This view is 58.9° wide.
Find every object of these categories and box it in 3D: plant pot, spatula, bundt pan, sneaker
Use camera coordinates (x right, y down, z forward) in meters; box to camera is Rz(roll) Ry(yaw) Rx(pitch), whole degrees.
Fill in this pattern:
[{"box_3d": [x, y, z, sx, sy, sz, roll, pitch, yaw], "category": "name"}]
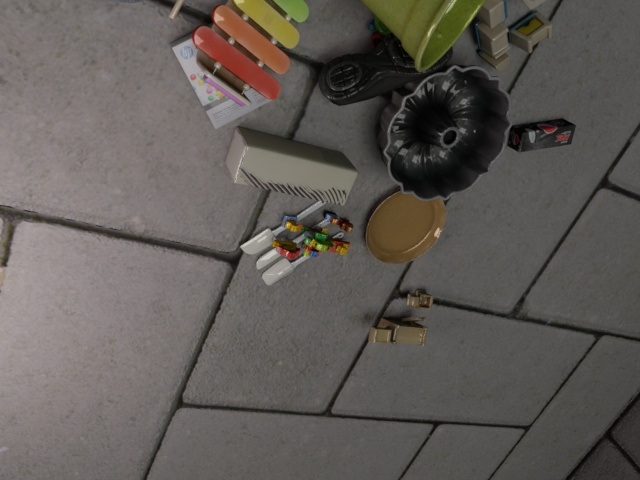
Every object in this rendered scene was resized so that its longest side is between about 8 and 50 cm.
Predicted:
[{"box_3d": [0.224, -0.043, 1.518, 0.236, 0.032, 0.236, -11, 126, -16], "category": "plant pot"}, {"box_3d": [-0.064, 0.004, 1.440, 0.242, 0.019, 0.168, -33, 127, -4], "category": "spatula"}, {"box_3d": [0.276, -0.265, 1.335, 0.330, 0.124, 0.331, -11, 126, -16], "category": "bundt pan"}, {"box_3d": [0.137, -0.365, 1.206, 0.286, 0.130, 0.109, -15, 85, 6], "category": "sneaker"}, {"box_3d": [0.166, -0.496, 1.029, 0.254, 0.276, 0.276, 39, 105, 7], "category": "plant pot"}]

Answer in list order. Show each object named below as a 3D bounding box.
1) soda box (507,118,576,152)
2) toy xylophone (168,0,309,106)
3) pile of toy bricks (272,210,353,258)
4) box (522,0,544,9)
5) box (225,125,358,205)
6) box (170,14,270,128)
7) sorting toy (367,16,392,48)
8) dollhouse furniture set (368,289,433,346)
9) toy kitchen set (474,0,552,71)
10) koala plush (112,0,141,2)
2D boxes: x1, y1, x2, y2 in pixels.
[{"box_3d": [0.585, -0.279, 1.500, 0.168, 0.053, 0.060, -11, 125, -16], "category": "soda box"}, {"box_3d": [-0.134, -0.422, 1.045, 0.236, 0.081, 0.323, 19, 99, -41], "category": "toy xylophone"}, {"box_3d": [0.000, 0.000, 1.389, 0.212, 0.105, 0.118, 7, 116, -29], "category": "pile of toy bricks"}, {"box_3d": [0.386, -0.616, 1.107, 0.311, 0.121, 0.148, 23, 142, -37], "category": "box"}, {"box_3d": [-0.063, -0.164, 1.269, 0.275, 0.113, 0.094, 10, 118, -26], "category": "box"}, {"box_3d": [-0.192, -0.340, 1.145, 0.145, 0.038, 0.186, -28, 127, -5], "category": "box"}, {"box_3d": [0.136, -0.449, 1.199, 0.042, 0.061, 0.102, -50, 172, -24], "category": "sorting toy"}, {"box_3d": [0.220, 0.216, 1.670, 0.181, 0.101, 0.161, 9, 93, -27], "category": "dollhouse furniture set"}, {"box_3d": [0.414, -0.510, 1.262, 0.166, 0.122, 0.207, -36, 148, 2], "category": "toy kitchen set"}, {"box_3d": [-0.355, -0.471, 0.902, 0.221, 0.196, 0.203, 35, 83, -32], "category": "koala plush"}]
